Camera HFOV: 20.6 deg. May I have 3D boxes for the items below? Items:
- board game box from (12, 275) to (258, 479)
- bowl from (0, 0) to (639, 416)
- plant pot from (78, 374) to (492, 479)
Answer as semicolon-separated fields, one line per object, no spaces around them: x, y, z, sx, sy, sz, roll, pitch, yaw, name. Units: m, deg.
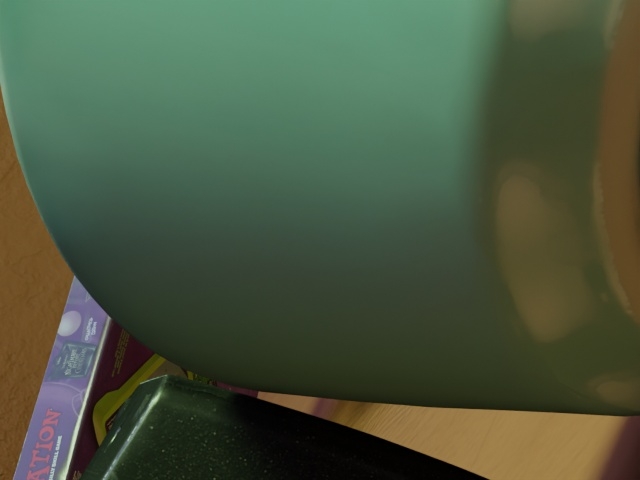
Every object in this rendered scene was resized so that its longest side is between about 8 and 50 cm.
-0.113;0.113;1.184;0.056;0.208;0.347;-4;57;28;board game box
0.081;-0.073;0.511;0.163;0.311;0.311;23;78;42;bowl
-0.024;0.145;0.623;0.187;0.167;0.188;-59;6;-10;plant pot
